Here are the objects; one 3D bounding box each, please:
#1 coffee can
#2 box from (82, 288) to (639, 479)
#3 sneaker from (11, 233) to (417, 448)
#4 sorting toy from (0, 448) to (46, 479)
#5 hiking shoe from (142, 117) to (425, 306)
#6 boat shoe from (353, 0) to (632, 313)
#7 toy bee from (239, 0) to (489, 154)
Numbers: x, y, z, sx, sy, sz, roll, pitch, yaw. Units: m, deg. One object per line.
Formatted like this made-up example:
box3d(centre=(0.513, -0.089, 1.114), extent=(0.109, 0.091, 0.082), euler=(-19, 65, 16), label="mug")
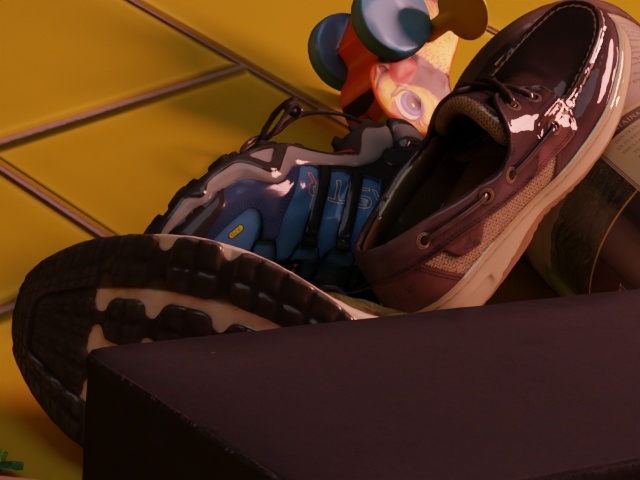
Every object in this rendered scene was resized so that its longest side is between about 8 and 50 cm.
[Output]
box3d(centre=(0.243, -0.033, 1.307), extent=(0.201, 0.201, 0.275), euler=(-2, 33, -30), label="coffee can")
box3d(centre=(0.089, 0.196, 0.695), extent=(0.343, 0.312, 0.179), euler=(-4, 17, -33), label="box")
box3d(centre=(0.010, 0.096, 1.095), extent=(0.410, 0.158, 0.182), euler=(14, -2, -2), label="sneaker")
box3d(centre=(-0.169, 0.148, 0.987), extent=(0.062, 0.012, 0.083), euler=(4, 35, -12), label="sorting toy")
box3d(centre=(0.000, 0.000, 1.230), extent=(0.304, 0.113, 0.132), euler=(-23, 59, -39), label="hiking shoe")
box3d(centre=(0.119, -0.066, 1.201), extent=(0.103, 0.092, 0.285), euler=(16, 63, 46), label="boat shoe")
box3d(centre=(0.063, -0.137, 1.484), extent=(0.162, 0.298, 0.195), euler=(39, -12, -14), label="toy bee")
